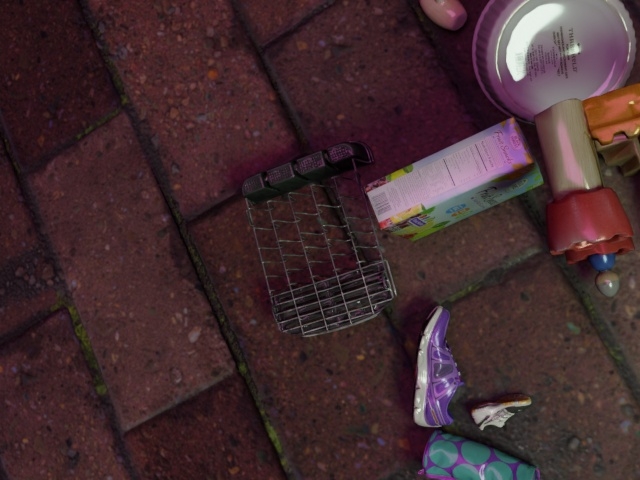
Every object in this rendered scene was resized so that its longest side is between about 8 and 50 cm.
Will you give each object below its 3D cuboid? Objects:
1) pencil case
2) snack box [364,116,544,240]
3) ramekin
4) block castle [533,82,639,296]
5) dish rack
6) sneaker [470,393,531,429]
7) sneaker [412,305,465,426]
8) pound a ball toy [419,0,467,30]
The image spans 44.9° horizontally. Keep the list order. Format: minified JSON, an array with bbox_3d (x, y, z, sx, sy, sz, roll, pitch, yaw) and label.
[{"bbox_3d":[0.213,0.310,1.038,0.152,0.064,0.070,17,66,22],"label":"pencil case"},{"bbox_3d":[0.183,-0.074,1.031,0.207,0.174,0.070,-26,77,17],"label":"snack box"},{"bbox_3d":[0.302,-0.243,0.997,0.207,0.109,0.207,2,109,7],"label":"ramekin"},{"bbox_3d":[0.481,-0.074,0.852,0.454,0.303,0.212,-14,80,20],"label":"block castle"},{"bbox_3d":[0.000,0.000,1.150,0.208,0.074,0.271,-19,80,19],"label":"dish rack"},{"bbox_3d":[0.249,0.235,1.055,0.083,0.032,0.036,-19,92,23],"label":"sneaker"},{"bbox_3d":[0.168,0.175,1.081,0.071,0.068,0.169,4,94,6],"label":"sneaker"},{"bbox_3d":[0.239,-0.404,0.995,0.208,0.319,0.135,-39,72,-3],"label":"pound a ball toy"}]
